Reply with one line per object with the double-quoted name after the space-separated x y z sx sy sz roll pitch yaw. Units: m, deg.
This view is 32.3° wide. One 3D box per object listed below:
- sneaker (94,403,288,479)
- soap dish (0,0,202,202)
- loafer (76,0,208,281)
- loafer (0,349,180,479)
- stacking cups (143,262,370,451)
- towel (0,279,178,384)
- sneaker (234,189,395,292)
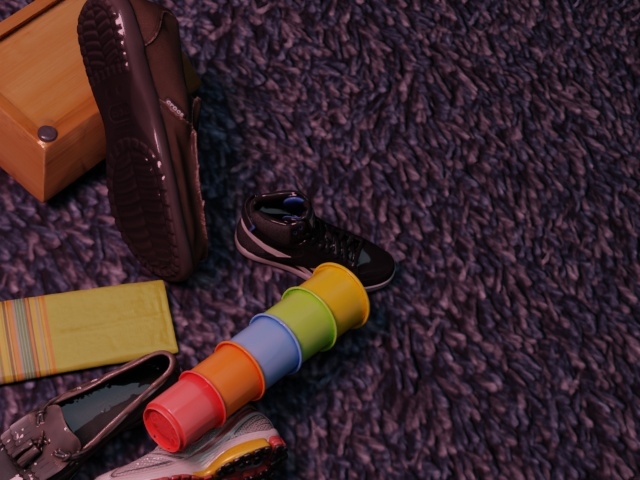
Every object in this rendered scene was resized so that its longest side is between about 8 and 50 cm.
-0.156 0.257 1.273 0.225 0.088 0.093 -15 45 -19 "sneaker"
-0.335 -0.215 1.462 0.229 0.118 0.291 41 61 12 "soap dish"
-0.189 -0.130 1.369 0.130 0.134 0.366 -20 106 -41 "loafer"
-0.277 0.204 1.263 0.267 0.084 0.096 -32 72 -25 "loafer"
-0.078 0.133 1.301 0.316 0.096 0.096 -31 71 -38 "stacking cups"
-0.300 0.112 1.349 0.237 0.021 0.102 -8 69 -17 "towel"
0.000 0.000 1.411 0.217 0.121 0.079 14 61 -4 "sneaker"
